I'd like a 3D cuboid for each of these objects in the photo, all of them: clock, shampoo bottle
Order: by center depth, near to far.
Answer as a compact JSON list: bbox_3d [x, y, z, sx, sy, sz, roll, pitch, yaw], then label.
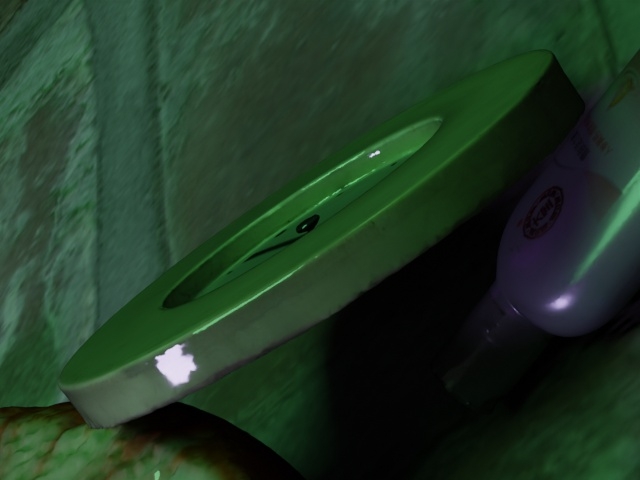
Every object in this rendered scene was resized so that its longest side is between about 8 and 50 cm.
[{"bbox_3d":[0.101,-0.006,0.694,0.165,0.040,0.080,-52,26,17],"label":"shampoo bottle"},{"bbox_3d":[0.000,0.000,0.735,0.235,0.029,0.235,-33,8,5],"label":"clock"}]

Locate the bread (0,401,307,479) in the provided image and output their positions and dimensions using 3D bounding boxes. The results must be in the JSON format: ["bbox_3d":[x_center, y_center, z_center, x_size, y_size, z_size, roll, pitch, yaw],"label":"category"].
[{"bbox_3d":[-0.110,0.201,0.736,0.328,0.114,0.295,-9,48,45],"label":"bread"}]
